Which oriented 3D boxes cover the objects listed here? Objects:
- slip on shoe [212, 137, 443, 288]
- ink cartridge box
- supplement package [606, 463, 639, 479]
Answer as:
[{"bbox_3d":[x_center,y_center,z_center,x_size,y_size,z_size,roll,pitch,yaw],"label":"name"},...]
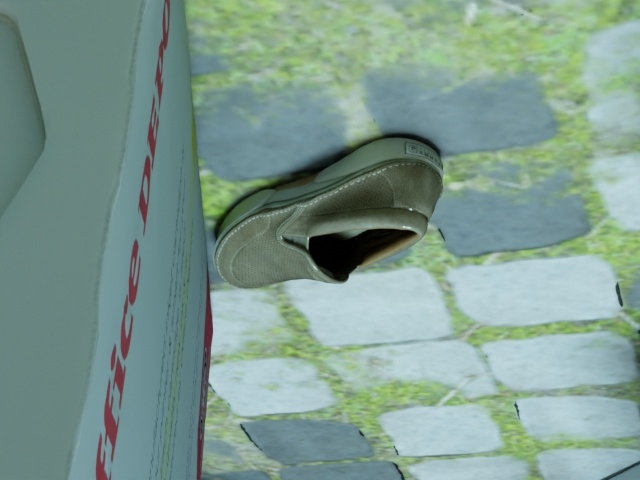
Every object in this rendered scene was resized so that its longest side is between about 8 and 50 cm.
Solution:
[{"bbox_3d":[0.000,0.000,0.655,0.051,0.041,0.135,28,142,-37],"label":"slip on shoe"},{"bbox_3d":[-0.131,0.063,0.540,0.160,0.279,0.385,3,150,0],"label":"ink cartridge box"},{"bbox_3d":[0.238,0.197,0.923,0.105,0.105,0.179,17,147,-22],"label":"supplement package"}]
